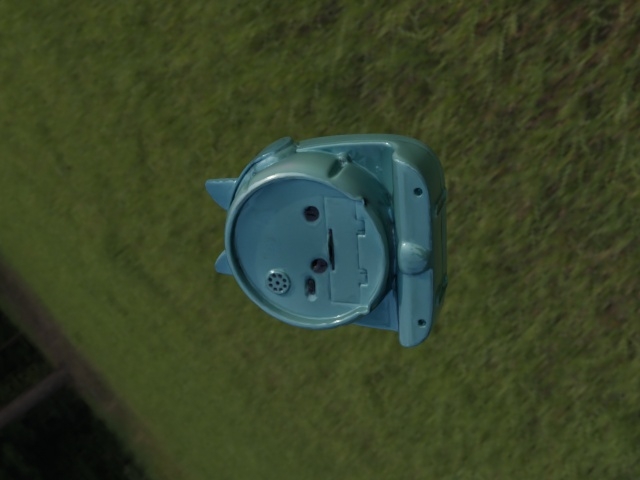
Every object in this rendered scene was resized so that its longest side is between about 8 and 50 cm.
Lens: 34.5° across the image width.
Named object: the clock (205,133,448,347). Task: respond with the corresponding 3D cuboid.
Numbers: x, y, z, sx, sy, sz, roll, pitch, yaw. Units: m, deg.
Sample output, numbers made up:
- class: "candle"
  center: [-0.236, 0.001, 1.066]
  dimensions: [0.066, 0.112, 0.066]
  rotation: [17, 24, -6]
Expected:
- class: "clock"
  center: [0.000, 0.000, 1.122]
  dimensions: [0.274, 0.094, 0.223]
  rotation: [2, 113, 17]
